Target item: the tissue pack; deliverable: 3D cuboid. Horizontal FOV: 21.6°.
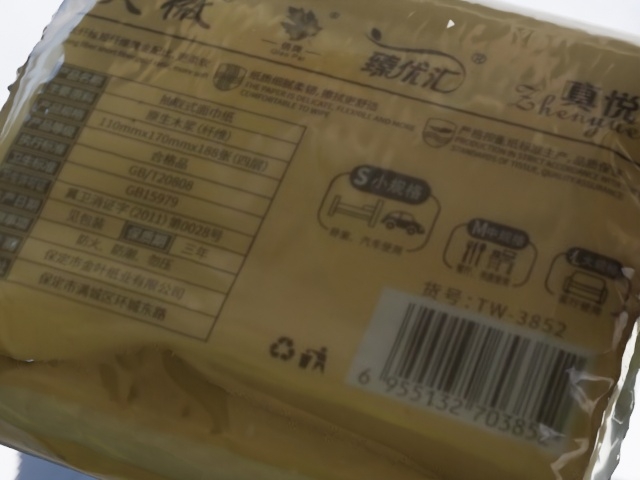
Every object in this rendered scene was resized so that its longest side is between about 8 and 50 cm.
[{"bbox_3d":[0.000,0.000,0.532,0.222,0.186,0.090,14,-29,16],"label":"tissue pack"}]
